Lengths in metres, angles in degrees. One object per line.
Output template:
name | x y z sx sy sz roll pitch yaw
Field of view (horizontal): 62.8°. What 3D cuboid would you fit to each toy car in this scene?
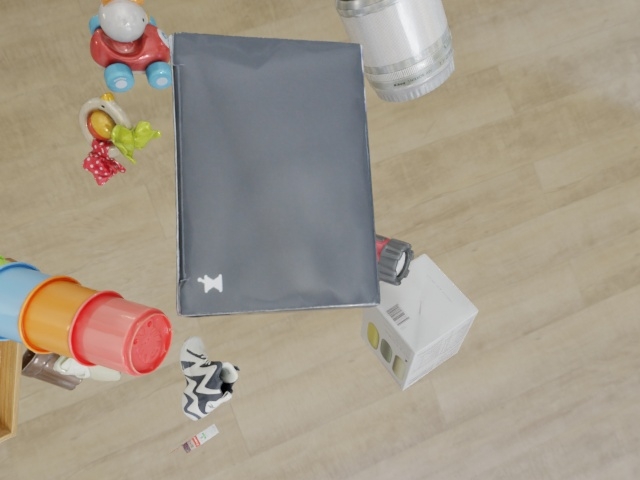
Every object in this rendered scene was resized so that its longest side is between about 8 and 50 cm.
toy car | -0.486 -0.548 1.350 0.210 0.238 0.219 -12 68 -25

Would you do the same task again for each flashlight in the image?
flashlight | 0.064 0.012 1.235 0.303 0.103 0.103 18 72 30

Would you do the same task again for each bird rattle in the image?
bird rattle | -0.556 -0.279 1.395 0.143 0.253 0.207 -42 113 -45

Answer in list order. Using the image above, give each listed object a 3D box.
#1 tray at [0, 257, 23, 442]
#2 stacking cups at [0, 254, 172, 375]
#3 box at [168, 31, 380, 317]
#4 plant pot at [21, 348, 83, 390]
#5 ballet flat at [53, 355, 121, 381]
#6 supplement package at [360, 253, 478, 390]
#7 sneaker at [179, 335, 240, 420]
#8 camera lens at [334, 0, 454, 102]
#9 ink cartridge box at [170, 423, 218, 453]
tray | -0.723 0.251 1.062 0.076 0.202 0.412 22 108 25
stacking cups | -0.295 0.073 0.544 0.315 0.096 0.096 13 84 20
box | -0.084 -0.046 0.717 0.211 0.395 0.294 -2 83 -12
plant pot | -0.808 0.371 1.611 0.165 0.167 0.167 40 80 -27
ballet flat | -0.469 0.189 0.948 0.086 0.086 0.249 -39 109 -10
supplement package | 0.242 0.216 1.355 0.197 0.263 0.199 -30 60 -17
sneaker | -0.277 0.329 1.353 0.152 0.235 0.094 -25 128 10
camera lens | 0.173 -0.488 1.195 0.219 0.219 0.274 -39 129 -10
ink cartridge box | -0.327 0.524 1.362 0.115 0.063 0.029 -23 76 -48
